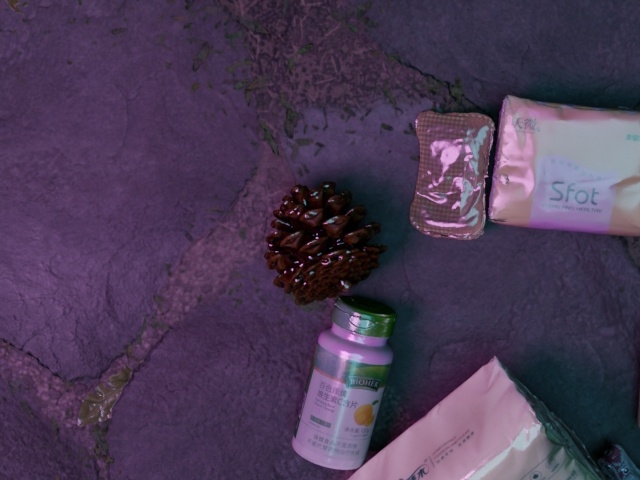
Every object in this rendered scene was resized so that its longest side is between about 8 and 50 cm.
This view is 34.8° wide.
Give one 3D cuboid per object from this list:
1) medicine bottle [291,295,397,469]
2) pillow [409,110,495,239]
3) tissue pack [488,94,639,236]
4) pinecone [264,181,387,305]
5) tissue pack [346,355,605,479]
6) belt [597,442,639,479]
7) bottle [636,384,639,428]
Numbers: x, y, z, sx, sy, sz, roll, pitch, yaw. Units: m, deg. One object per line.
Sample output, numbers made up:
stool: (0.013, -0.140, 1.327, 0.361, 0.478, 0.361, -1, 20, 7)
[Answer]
medicine bottle: (0.045, 0.235, 1.718, 0.133, 0.133, 0.274, 14, 99, -1)
pillow: (0.217, -0.108, 1.693, 0.135, 0.034, 0.211, 6, 99, 18)
tissue pack: (0.410, -0.121, 1.658, 0.256, 0.123, 0.215, 6, 101, 8)
pinecone: (0.000, 0.000, 1.657, 0.207, 0.208, 0.208, 0, 100, 1)
tissue pack: (0.254, 0.425, 1.680, 0.380, 0.207, 0.297, -40, 120, 7)
belt: (0.564, 0.445, 1.780, 0.053, 0.071, 0.232, -42, 100, 0)
bottle: (0.582, 0.222, 1.737, 0.072, 0.072, 0.202, 2, 100, 1)
